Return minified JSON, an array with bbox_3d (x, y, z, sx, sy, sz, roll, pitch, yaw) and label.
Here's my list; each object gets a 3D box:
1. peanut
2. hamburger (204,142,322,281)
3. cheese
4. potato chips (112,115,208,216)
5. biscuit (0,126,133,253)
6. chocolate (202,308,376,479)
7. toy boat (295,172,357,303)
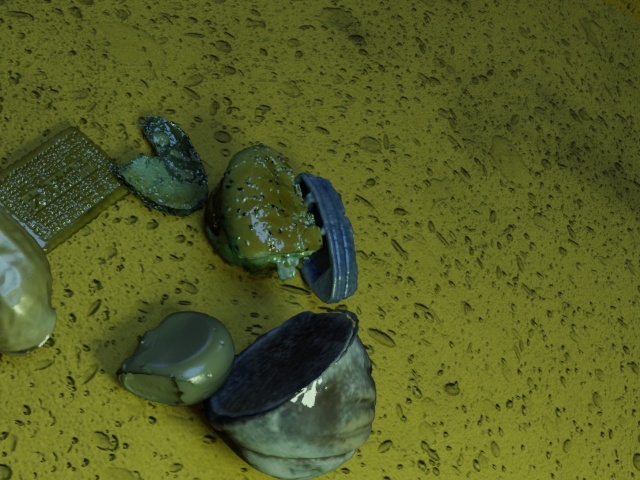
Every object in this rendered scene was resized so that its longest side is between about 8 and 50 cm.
[{"bbox_3d":[-0.536,0.021,1.340,0.340,0.158,0.174,43,26,-5],"label":"peanut"},{"bbox_3d":[-0.127,-0.047,1.634,0.192,0.167,0.287,-9,66,-39],"label":"hamburger"},{"bbox_3d":[-0.228,0.193,1.434,0.176,0.091,0.202,4,29,13],"label":"cheese"},{"bbox_3d":[-0.306,-0.146,1.674,0.202,0.029,0.219,24,50,-27],"label":"potato chips"},{"bbox_3d":[-0.470,-0.098,1.547,0.172,0.029,0.254,42,47,0],"label":"biscuit"},{"bbox_3d":[-0.023,0.280,1.434,0.303,0.303,0.213,-45,113,-43],"label":"chocolate"},{"bbox_3d":[0.000,0.000,1.713,0.078,0.127,0.282,3,57,-38],"label":"toy boat"}]
